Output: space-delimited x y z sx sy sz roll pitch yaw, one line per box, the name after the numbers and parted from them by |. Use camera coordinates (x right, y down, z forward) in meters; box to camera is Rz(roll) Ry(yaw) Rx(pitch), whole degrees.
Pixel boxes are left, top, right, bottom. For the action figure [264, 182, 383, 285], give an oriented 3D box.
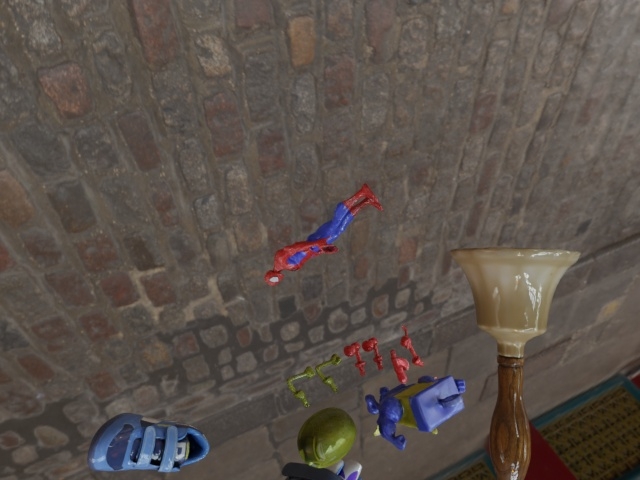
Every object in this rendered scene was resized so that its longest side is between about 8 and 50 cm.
0.000 0.000 0.389 0.115 0.030 0.038 -35 164 6 | action figure

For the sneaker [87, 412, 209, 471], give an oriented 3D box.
-0.174 0.213 0.492 0.144 0.059 0.053 34 65 -60 | sneaker

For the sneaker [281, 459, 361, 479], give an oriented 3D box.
0.012 0.576 1.007 0.236 0.322 0.130 -41 103 -18 | sneaker

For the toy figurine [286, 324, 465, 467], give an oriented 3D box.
0.147 0.279 0.862 0.362 0.192 0.217 -10 174 -39 | toy figurine

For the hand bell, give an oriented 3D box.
0.195 0.131 0.479 0.126 0.126 0.242 5 85 -36 | hand bell
